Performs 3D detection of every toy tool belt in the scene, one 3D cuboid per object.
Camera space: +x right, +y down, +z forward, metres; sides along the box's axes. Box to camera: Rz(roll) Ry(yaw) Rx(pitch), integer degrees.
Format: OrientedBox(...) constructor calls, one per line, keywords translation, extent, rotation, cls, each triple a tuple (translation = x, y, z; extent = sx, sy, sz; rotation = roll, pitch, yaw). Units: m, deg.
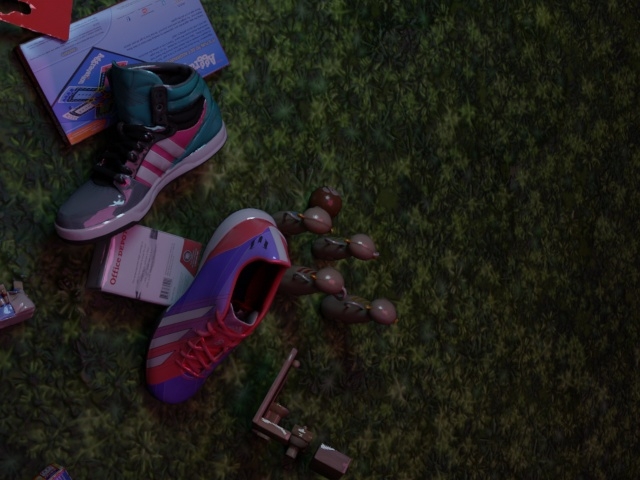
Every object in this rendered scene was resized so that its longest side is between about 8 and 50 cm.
OrientedBox(translation=(-0.406, 0.083, 1.136), extent=(0.083, 0.052, 0.051), rotation=(-20, 70, -38), cls="toy tool belt")

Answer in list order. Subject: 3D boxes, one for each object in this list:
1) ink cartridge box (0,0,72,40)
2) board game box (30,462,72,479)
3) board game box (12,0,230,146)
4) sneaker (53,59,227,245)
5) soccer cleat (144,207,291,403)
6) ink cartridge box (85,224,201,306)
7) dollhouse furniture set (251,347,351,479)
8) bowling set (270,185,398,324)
OrientedBox(translation=(-0.382, -0.388, 1.140), extent=(0.181, 0.056, 0.224), rotation=(12, 72, -36), cls="ink cartridge box")
OrientedBox(translation=(-0.373, 0.404, 1.147), extent=(0.193, 0.045, 0.146), rotation=(-38, 111, -31), cls="board game box")
OrientedBox(translation=(-0.267, -0.255, 1.254), extent=(0.281, 0.027, 0.145), rotation=(-35, 107, -32), cls="board game box")
OrientedBox(translation=(-0.246, -0.139, 1.172), extent=(0.295, 0.124, 0.178), rotation=(-47, 141, -34), cls="sneaker")
OrientedBox(translation=(-0.141, 0.111, 1.208), extent=(0.109, 0.116, 0.318), rotation=(18, 112, -35), cls="soccer cleat")
OrientedBox(translation=(-0.243, 0.035, 1.245), extent=(0.135, 0.056, 0.099), rotation=(18, 78, -36), cls="ink cartridge box")
OrientedBox(translation=(-0.009, 0.266, 1.361), extent=(0.151, 0.144, 0.123), rotation=(27, 68, 5), cls="dollhouse furniture set")
OrientedBox(translation=(0.000, 0.000, 1.367), extent=(0.287, 0.154, 0.199), rotation=(24, 75, -34), cls="bowling set")
